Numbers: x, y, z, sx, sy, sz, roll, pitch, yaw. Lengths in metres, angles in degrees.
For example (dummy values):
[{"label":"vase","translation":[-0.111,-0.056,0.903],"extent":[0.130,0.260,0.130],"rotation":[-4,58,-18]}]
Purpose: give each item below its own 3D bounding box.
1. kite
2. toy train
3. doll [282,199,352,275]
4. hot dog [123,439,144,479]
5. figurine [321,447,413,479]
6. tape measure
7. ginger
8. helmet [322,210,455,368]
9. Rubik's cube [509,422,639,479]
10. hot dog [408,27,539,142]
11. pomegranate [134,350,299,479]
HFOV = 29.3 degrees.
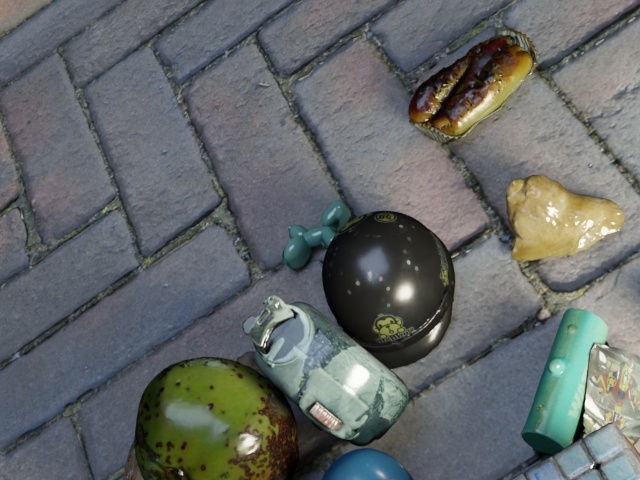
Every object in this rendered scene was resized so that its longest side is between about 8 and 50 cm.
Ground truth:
[{"label":"kite","translation":[0.419,0.273,1.765],"extent":[0.015,0.141,0.245],"rotation":[-20,47,67]},{"label":"toy train","translation":[0.366,0.218,1.806],"extent":[0.101,0.159,0.248],"rotation":[8,61,33]},{"label":"doll","translation":[0.000,0.000,2.287],"extent":[0.158,0.059,0.159],"rotation":[-40,46,1]},{"label":"hot dog","translation":[-0.300,0.448,2.105],"extent":[0.144,0.075,0.268],"rotation":[-42,32,50]},{"label":"figurine","translation":[0.125,0.476,1.755],"extent":[0.298,0.243,0.416],"rotation":[-47,23,7]},{"label":"tape measure","translation":[0.007,0.213,1.968],"extent":[0.275,0.256,0.147],"rotation":[40,88,9]},{"label":"ginger","translation":[0.399,-0.056,2.029],"extent":[0.193,0.123,0.115],"rotation":[-11,31,20]},{"label":"helmet","translation":[0.103,0.064,2.088],"extent":[0.230,0.160,0.279],"rotation":[-20,54,16]},{"label":"Rubik's cube","translation":[0.367,0.422,1.588],"extent":[0.237,0.238,0.237],"rotation":[-34,45,9]},{"label":"hot dog","translation":[0.287,-0.293,2.306],"extent":[0.270,0.082,0.162],"rotation":[-41,46,-1]},{"label":"pomegranate","translation":[-0.152,0.306,2.046],"extent":[0.285,0.285,0.341],"rotation":[-10,22,28]}]
